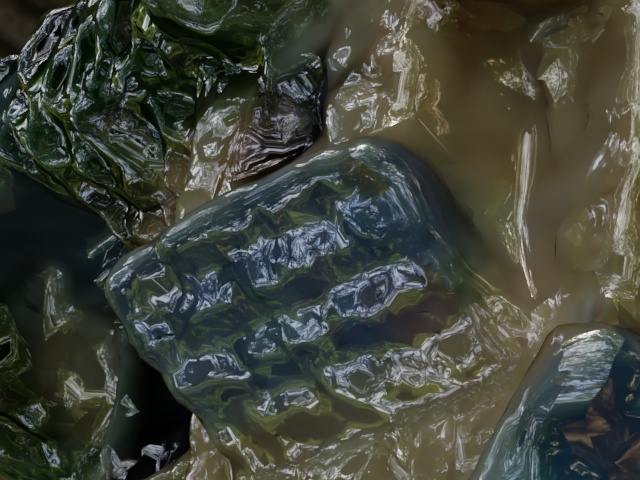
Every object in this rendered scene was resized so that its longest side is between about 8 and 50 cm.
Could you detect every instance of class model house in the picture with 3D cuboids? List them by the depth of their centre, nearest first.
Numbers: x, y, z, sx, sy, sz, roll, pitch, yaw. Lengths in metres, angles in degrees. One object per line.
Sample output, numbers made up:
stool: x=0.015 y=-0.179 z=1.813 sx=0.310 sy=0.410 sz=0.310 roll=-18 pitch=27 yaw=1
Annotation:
model house: x=0.045 y=0.131 z=0.636 sx=0.445 sy=0.395 sz=0.400 roll=-27 pitch=45 yaw=47
